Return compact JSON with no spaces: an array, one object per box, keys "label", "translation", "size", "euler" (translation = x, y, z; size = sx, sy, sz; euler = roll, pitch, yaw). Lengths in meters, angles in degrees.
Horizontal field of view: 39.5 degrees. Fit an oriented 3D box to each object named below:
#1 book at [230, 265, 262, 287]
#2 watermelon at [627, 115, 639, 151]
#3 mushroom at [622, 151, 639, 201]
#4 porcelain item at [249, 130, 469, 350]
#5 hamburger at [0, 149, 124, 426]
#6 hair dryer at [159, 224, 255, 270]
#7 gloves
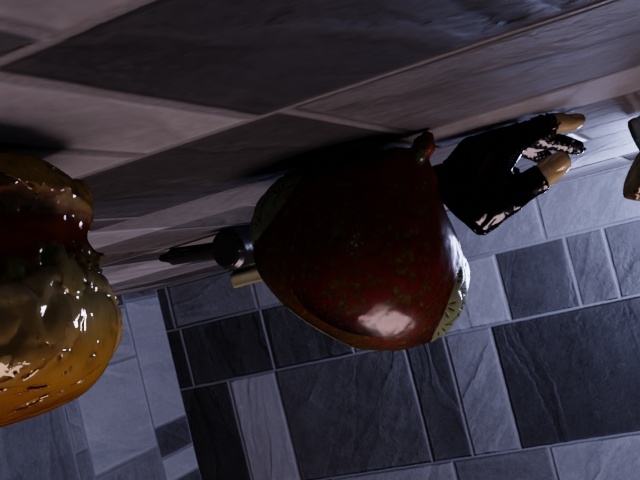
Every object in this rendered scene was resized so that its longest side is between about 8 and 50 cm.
[{"label":"book","translation":[0.000,0.000,1.697],"size":[0.239,0.035,0.352],"euler":[-14,-170,22]},{"label":"watermelon","translation":[0.608,-0.132,1.197],"size":[0.321,0.175,0.188],"euler":[-15,178,8]},{"label":"mushroom","translation":[0.609,-0.121,1.430],"size":[0.195,0.189,0.254],"euler":[14,-151,-2]},{"label":"porcelain item","translation":[0.058,-0.012,0.930],"size":[0.253,0.253,0.253],"euler":[-14,178,-1]},{"label":"hamburger","translation":[-0.234,0.040,0.514],"size":[0.244,0.163,0.244],"euler":[-12,177,-1]},{"label":"hair dryer","translation":[-0.202,0.017,1.561],"size":[0.248,0.071,0.114],"euler":[-5,-176,32]},{"label":"gloves","translation":[0.218,-0.096,1.019],"size":[0.180,0.106,0.129],"euler":[-43,177,3]}]
